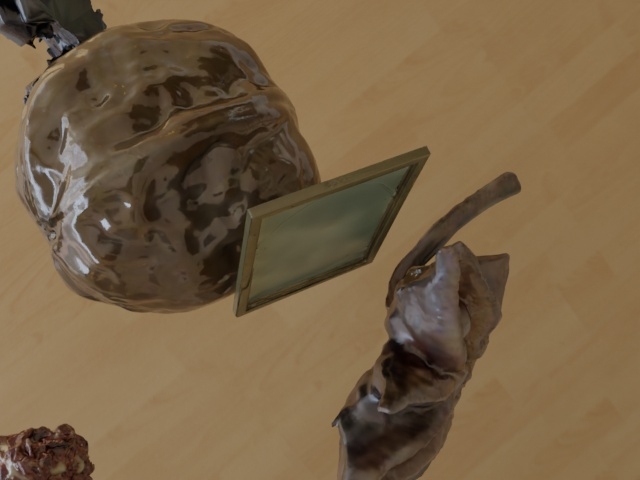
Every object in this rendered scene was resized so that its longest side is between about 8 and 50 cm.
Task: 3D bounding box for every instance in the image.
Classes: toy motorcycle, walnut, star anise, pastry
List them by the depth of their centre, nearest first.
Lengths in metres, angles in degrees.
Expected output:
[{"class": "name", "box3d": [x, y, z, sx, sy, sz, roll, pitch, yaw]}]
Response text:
[{"class": "walnut", "box3d": [-0.134, -0.065, 0.739, 0.273, 0.273, 0.227, -4, 144, -12]}, {"class": "star anise", "box3d": [0.096, 0.095, 0.739, 0.109, 0.292, 0.349, 24, 99, 7]}, {"class": "pastry", "box3d": [-0.318, 0.305, 0.902, 0.115, 0.097, 0.208, 13, 102, 17]}, {"class": "toy motorcycle", "box3d": [-0.339, -0.246, 0.966, 0.159, 0.106, 0.270, -13, 95, -36]}]

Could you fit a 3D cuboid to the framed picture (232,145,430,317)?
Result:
[{"class": "framed picture", "box3d": [0.000, 0.000, 0.629, 0.136, 0.201, 0.010, -22, 72, -17]}]
